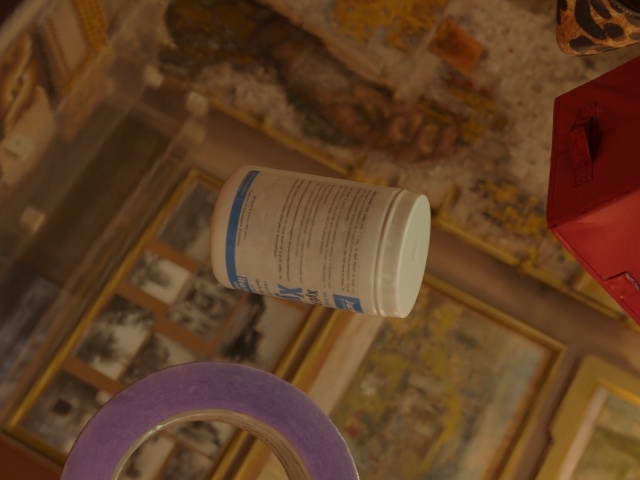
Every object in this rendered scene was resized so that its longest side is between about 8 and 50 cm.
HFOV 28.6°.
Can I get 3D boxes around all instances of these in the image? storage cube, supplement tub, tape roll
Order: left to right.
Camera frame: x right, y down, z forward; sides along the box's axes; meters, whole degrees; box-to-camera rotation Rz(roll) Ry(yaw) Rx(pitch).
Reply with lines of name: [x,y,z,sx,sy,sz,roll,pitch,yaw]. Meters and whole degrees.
tape roll: [-0.071,0.173,0.793,0.189,0.189,0.080,-60,-177,-14]
supplement tub: [0.000,0.000,0.681,0.071,0.107,0.071,10,90,-73]
storage cube: [0.336,-0.054,1.121,0.193,0.215,0.184,-26,-146,34]

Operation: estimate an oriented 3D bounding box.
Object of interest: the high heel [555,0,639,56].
high heel: [0.132,-0.130,0.564,0.186,0.093,0.261,-43,173,-31]
